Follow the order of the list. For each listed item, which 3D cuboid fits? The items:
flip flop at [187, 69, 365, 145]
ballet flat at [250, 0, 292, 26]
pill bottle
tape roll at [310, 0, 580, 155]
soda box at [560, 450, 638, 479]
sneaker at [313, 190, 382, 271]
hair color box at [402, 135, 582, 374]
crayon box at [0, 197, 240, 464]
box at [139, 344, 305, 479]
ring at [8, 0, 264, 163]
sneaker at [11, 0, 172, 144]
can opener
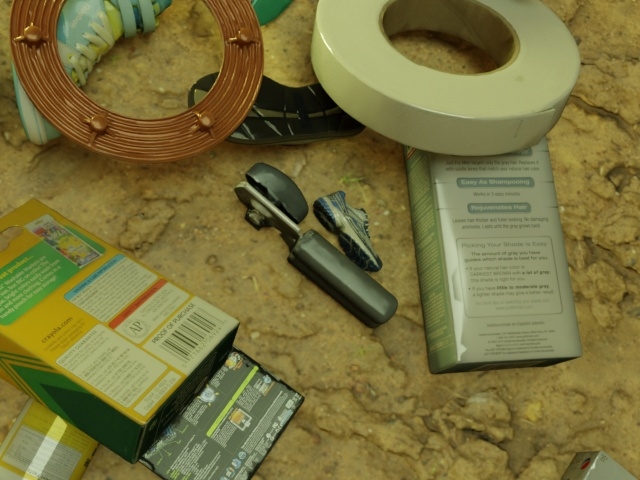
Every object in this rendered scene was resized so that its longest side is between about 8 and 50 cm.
[{"bbox_3d":[-0.060,-0.181,1.206,0.276,0.080,0.112,-5,75,-30],"label":"flip flop"},{"bbox_3d":[-0.056,-0.417,1.279,0.086,0.086,0.248,44,68,3],"label":"ballet flat"},{"bbox_3d":[-0.330,0.257,0.996,0.103,0.103,0.184,27,70,-3],"label":"pill bottle"},{"bbox_3d":[0.180,-0.275,1.203,0.391,0.072,0.392,6,48,-7],"label":"tape roll"},{"bbox_3d":[0.435,0.386,1.144,0.216,0.069,0.074,39,70,2],"label":"soda box"},{"bbox_3d":[0.052,-0.017,1.190,0.058,0.052,0.135,-35,84,-23],"label":"sneaker"},{"bbox_3d":[0.238,-0.006,1.194,0.185,0.113,0.375,-1,75,-12],"label":"hair color box"},{"bbox_3d":[-0.288,0.096,0.997,0.322,0.083,0.203,30,38,10],"label":"crayon box"},{"bbox_3d":[-0.146,0.229,1.077,0.184,0.045,0.191,35,70,2],"label":"box"},{"bbox_3d":[-0.234,-0.266,1.098,0.336,0.032,0.337,4,75,-17],"label":"ring"},{"bbox_3d":[-0.311,-0.283,1.151,0.208,0.127,0.319,0,74,-11],"label":"sneaker"},{"bbox_3d":[0.000,0.000,1.160,0.283,0.076,0.095,39,70,0],"label":"can opener"}]
